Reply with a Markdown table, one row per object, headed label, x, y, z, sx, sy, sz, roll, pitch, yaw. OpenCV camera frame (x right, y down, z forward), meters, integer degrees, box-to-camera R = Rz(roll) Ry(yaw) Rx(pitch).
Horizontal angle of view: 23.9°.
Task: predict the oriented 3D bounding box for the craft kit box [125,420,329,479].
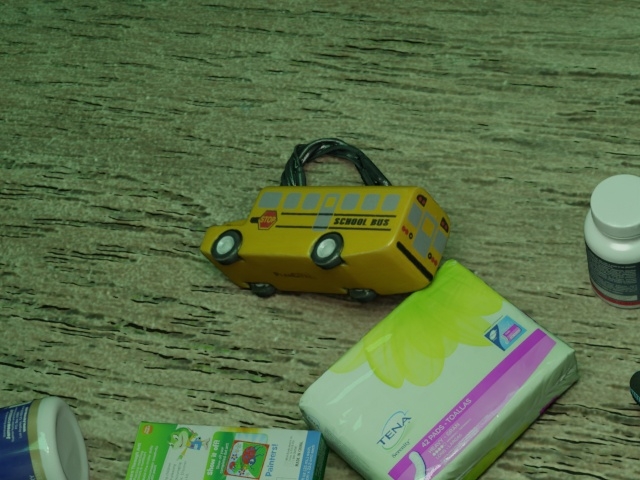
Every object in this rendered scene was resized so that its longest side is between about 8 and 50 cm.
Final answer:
| label | x | y | z | sx | sy | sz | roll | pitch | yaw |
| --- | --- | --- | --- | --- | --- | --- | --- | --- | --- |
| craft kit box | -0.130 | 0.347 | 1.847 | 0.246 | 0.061 | 0.250 | 3 | 58 | 15 |

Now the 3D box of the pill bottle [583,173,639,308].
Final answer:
| label | x | y | z | sx | sy | sz | roll | pitch | yaw |
| --- | --- | --- | --- | --- | --- | --- | --- | --- | --- |
| pill bottle | 0.394 | 0.000 | 1.942 | 0.108 | 0.180 | 0.108 | -7 | 56 | 11 |

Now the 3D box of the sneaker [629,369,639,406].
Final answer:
| label | x | y | z | sx | sy | sz | roll | pitch | yaw |
| --- | --- | --- | --- | --- | --- | --- | --- | --- | --- |
| sneaker | 0.521 | 0.100 | 1.878 | 0.139 | 0.125 | 0.341 | 30 | 66 | 35 |

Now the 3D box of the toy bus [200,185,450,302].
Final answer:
| label | x | y | z | sx | sy | sz | roll | pitch | yaw |
| --- | --- | --- | --- | --- | --- | --- | --- | --- | --- |
| toy bus | 0.000 | 0.000 | 2.030 | 0.333 | 0.108 | 0.130 | 2 | 61 | 40 |

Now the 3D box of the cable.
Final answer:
| label | x | y | z | sx | sy | sz | roll | pitch | yaw |
| --- | --- | --- | --- | --- | --- | --- | --- | --- | --- |
| cable | 0.013 | -0.073 | 2.181 | 0.150 | 0.047 | 0.184 | -37 | 58 | -5 |

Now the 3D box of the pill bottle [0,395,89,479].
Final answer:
| label | x | y | z | sx | sy | sz | roll | pitch | yaw |
| --- | --- | --- | --- | --- | --- | --- | --- | --- | --- |
| pill bottle | -0.450 | 0.305 | 1.980 | 0.265 | 0.153 | 0.153 | -14 | 55 | 6 |

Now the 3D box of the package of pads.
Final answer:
| label | x | y | z | sx | sy | sz | roll | pitch | yaw |
| --- | --- | --- | --- | --- | --- | --- | --- | --- | --- |
| package of pads | 0.146 | 0.188 | 1.931 | 0.296 | 0.101 | 0.229 | -42 | 57 | -15 |
